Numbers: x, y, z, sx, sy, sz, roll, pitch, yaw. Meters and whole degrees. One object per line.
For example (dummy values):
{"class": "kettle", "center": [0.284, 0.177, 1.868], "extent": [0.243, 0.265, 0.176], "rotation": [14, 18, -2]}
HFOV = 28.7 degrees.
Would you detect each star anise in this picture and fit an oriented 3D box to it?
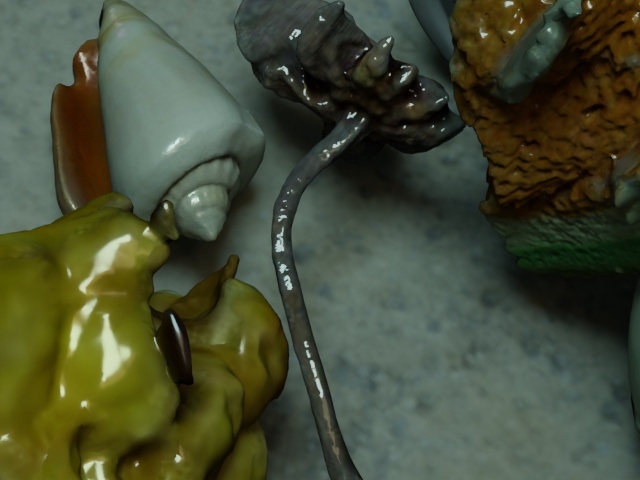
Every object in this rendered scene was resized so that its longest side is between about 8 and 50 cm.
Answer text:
{"class": "star anise", "center": [0.000, 0.000, 0.647], "extent": [0.218, 0.148, 0.227], "rotation": [29, 75, 17]}

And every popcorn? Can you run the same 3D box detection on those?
{"class": "popcorn", "center": [-0.122, 0.091, 0.562], "extent": [0.254, 0.191, 0.190], "rotation": [-28, 88, -27]}

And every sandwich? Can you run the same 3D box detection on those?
{"class": "sandwich", "center": [0.118, -0.059, 0.606], "extent": [0.160, 0.185, 0.109], "rotation": [32, 66, -14]}

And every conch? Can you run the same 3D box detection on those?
{"class": "conch", "center": [-0.099, -0.064, 0.680], "extent": [0.094, 0.104, 0.176], "rotation": [-14, 61, -51]}

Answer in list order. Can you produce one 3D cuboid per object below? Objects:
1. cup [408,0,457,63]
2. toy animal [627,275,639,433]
{"class": "cup", "center": [0.218, -0.253, 0.717], "extent": [0.253, 0.253, 0.371], "rotation": [32, 68, 5]}
{"class": "toy animal", "center": [0.294, 0.058, 0.622], "extent": [0.267, 0.212, 0.212], "rotation": [0, 67, -12]}
